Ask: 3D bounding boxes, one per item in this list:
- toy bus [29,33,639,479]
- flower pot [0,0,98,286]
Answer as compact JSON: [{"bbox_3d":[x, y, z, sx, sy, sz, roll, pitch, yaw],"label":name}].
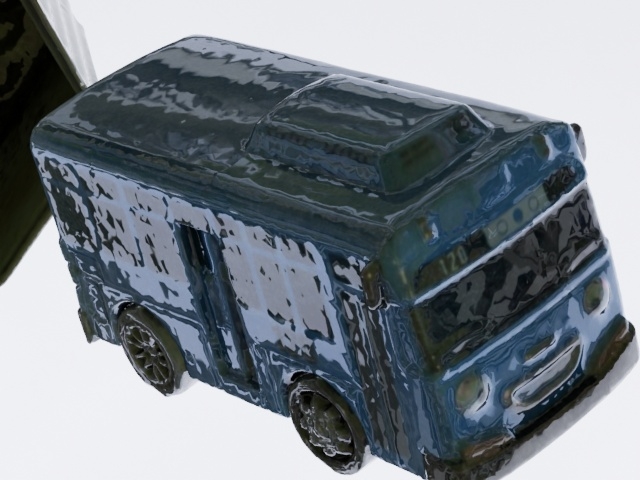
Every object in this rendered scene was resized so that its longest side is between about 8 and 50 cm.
[{"bbox_3d":[0.000,0.000,0.776,0.116,0.133,0.234,-33,-147,-33],"label":"toy bus"},{"bbox_3d":[-0.249,-0.098,1.144,0.239,0.189,0.209,-1,-63,-12],"label":"flower pot"}]
